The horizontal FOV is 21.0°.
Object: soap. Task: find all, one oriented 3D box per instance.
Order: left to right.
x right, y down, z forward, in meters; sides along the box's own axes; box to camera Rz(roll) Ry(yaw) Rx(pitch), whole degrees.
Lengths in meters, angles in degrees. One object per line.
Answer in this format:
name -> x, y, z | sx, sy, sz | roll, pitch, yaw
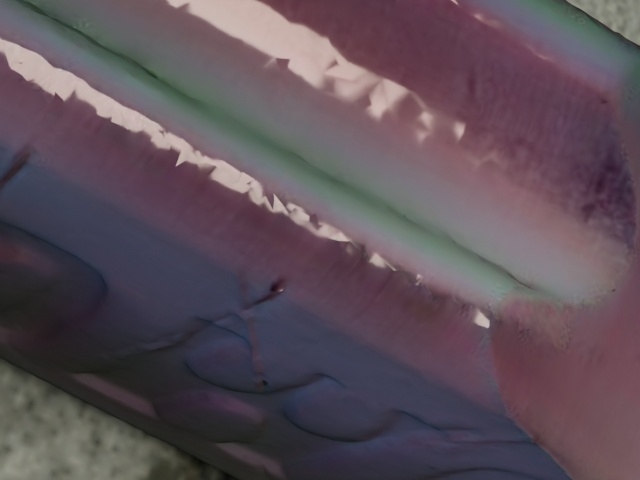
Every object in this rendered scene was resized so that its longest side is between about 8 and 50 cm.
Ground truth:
soap -> 0.000, 0.000, 0.468 | 0.324, 0.193, 0.109 | 29, 68, -16
